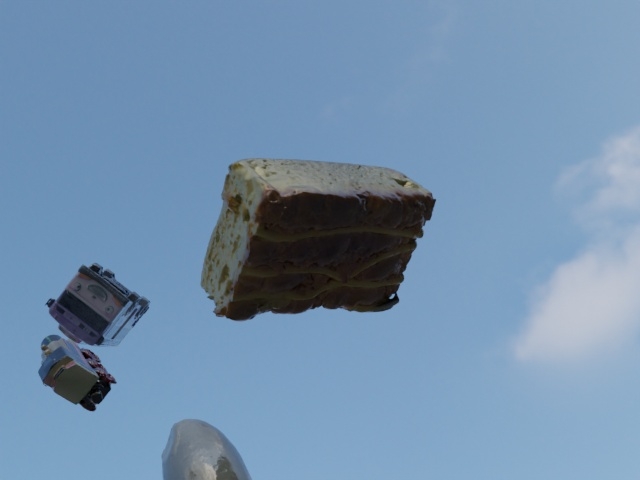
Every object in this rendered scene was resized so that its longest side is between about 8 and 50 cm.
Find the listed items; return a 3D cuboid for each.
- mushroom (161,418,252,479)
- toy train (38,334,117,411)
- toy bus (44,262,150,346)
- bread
[{"bbox_3d":[-0.129,0.385,1.062,0.128,0.350,0.128,-19,-50,-25],"label":"mushroom"},{"bbox_3d":[-0.307,0.157,0.958,0.087,0.138,0.050,43,-99,-31],"label":"toy train"},{"bbox_3d":[-0.178,0.055,0.628,0.052,0.102,0.058,37,-99,2],"label":"toy bus"},{"bbox_3d":[0.000,0.000,0.970,0.275,0.114,0.184,1,-62,-40],"label":"bread"}]
